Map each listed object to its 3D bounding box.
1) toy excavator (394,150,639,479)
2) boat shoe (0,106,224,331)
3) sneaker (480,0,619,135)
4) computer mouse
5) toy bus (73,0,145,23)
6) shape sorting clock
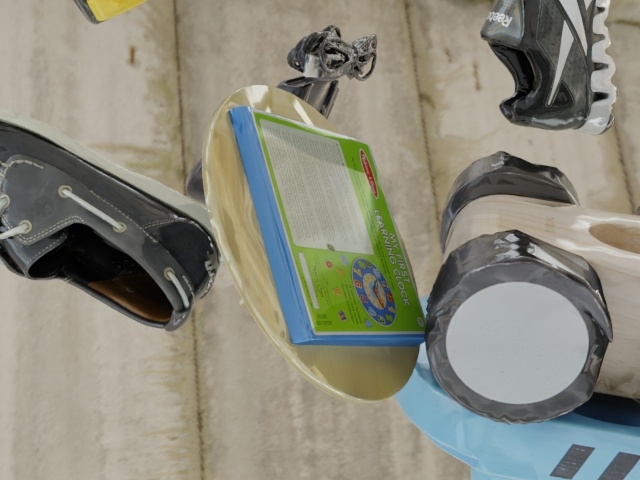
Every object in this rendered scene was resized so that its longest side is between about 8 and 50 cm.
[{"bbox_3d":[0.253,0.196,0.655,0.433,0.445,0.222,10,-156,6],"label":"toy excavator"},{"bbox_3d":[-0.174,-0.018,0.555,0.233,0.084,0.079,25,-130,0],"label":"boat shoe"},{"bbox_3d":[0.182,-0.198,0.728,0.106,0.078,0.234,-8,-78,-10],"label":"sneaker"},{"bbox_3d":[-0.041,-0.115,0.987,0.072,0.272,0.188,51,-155,7],"label":"computer mouse"},{"bbox_3d":[-0.265,-0.380,1.022,0.149,0.220,0.211,-35,-54,-6],"label":"toy bus"},{"bbox_3d":[0.000,0.000,0.546,0.206,0.040,0.206,34,-138,-37],"label":"shape sorting clock"}]
